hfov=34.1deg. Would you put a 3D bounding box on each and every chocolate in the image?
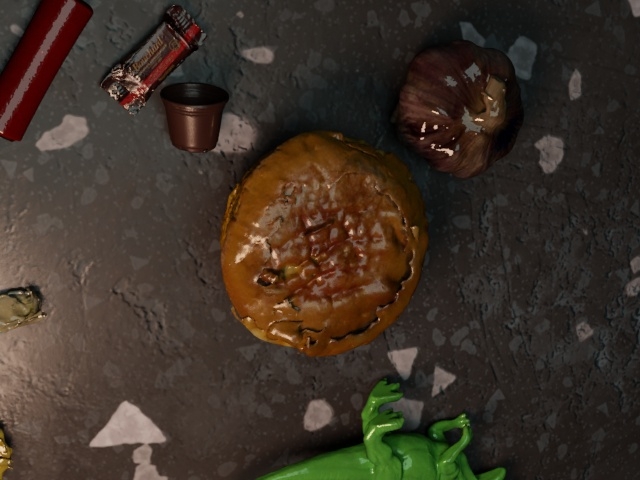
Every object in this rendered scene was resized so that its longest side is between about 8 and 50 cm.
[{"bbox_3d":[-0.264,-0.288,1.658,0.086,0.028,0.182,41,88,-29],"label":"chocolate"}]

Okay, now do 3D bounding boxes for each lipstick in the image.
[{"bbox_3d":[-0.432,-0.266,1.578,0.080,0.080,0.241,30,91,-22],"label":"lipstick"}]

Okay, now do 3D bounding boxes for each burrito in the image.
[{"bbox_3d":[-0.549,0.133,1.642,0.229,0.058,0.063,-18,112,-12],"label":"burrito"}]

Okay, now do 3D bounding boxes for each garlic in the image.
[{"bbox_3d":[0.247,-0.218,1.776,0.245,0.160,0.245,-9,113,-21],"label":"garlic"}]

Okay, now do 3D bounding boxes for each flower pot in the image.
[{"bbox_3d":[-0.202,-0.193,1.669,0.111,0.111,0.089,-4,119,-18],"label":"flower pot"}]

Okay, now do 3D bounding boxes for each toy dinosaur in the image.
[{"bbox_3d":[0.090,0.463,1.918,0.500,0.144,0.374,-30,122,-7],"label":"toy dinosaur"}]

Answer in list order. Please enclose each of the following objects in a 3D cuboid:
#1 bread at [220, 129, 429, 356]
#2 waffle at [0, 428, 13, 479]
[{"bbox_3d":[-0.002,0.003,1.721,0.336,0.204,0.358,20,92,-19],"label":"bread"},{"bbox_3d":[-0.634,0.347,1.664,0.245,0.052,0.254,-43,110,-4],"label":"waffle"}]
